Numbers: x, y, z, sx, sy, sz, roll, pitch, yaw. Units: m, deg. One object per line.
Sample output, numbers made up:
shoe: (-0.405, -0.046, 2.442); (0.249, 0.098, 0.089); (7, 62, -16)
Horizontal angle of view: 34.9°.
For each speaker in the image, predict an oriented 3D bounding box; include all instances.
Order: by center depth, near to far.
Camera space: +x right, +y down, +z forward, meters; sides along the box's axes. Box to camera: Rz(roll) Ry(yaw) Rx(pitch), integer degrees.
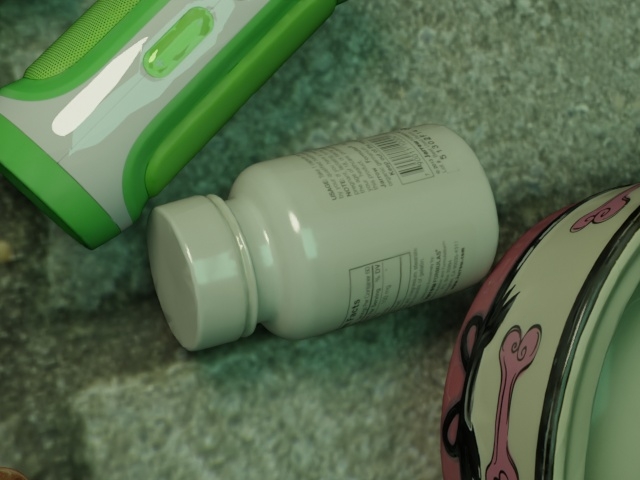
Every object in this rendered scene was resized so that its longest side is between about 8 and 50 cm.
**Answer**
speaker: (-0.093, -0.137, 0.697); (0.131, 0.131, 0.296); (45, 78, -12)

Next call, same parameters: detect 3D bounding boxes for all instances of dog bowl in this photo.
dog bowl: (0.263, 0.139, 0.773); (0.408, 0.150, 0.408); (-3, 95, -33)

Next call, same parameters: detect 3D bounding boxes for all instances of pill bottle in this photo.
pill bottle: (0.000, 0.000, 0.733); (0.229, 0.131, 0.131); (-15, 89, -24)

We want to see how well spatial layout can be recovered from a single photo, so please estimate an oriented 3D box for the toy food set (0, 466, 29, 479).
toy food set: (-0.239, 0.196, 0.650); (0.217, 0.071, 0.128); (5, 105, -20)
